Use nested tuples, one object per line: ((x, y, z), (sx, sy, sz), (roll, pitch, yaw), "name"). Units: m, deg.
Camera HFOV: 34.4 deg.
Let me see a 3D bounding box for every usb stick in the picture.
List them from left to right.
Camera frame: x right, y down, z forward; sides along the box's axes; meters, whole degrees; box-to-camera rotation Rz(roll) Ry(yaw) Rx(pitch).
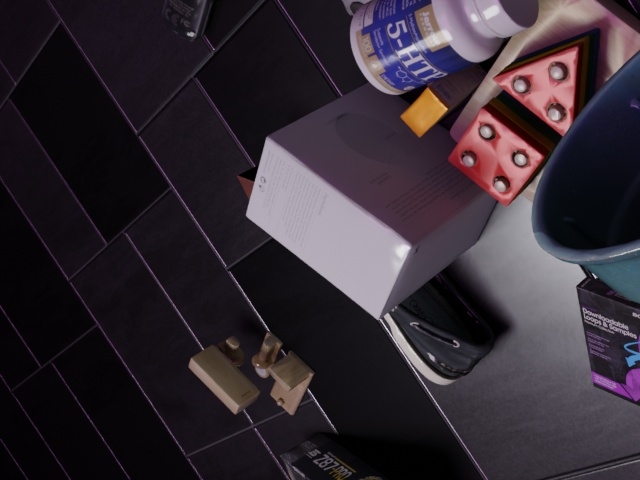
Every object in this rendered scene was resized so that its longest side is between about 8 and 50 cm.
((-0.161, -0.399, 1.425), (0.077, 0.045, 0.278), (37, 135, 11), "usb stick")

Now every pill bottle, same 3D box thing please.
((0.134, -0.236, 1.117), (0.187, 0.112, 0.112), (-17, 102, 43), "pill bottle")

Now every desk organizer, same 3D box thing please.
((-0.050, -0.096, 1.448), (0.047, 0.130, 0.050), (-21, 98, 49), "desk organizer")

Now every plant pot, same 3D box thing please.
((0.421, -0.009, 0.892), (0.334, 0.341, 0.341), (42, 142, -16), "plant pot")

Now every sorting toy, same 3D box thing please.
((0.284, -0.113, 1.133), (0.257, 0.089, 0.255), (41, 137, 10), "sorting toy")

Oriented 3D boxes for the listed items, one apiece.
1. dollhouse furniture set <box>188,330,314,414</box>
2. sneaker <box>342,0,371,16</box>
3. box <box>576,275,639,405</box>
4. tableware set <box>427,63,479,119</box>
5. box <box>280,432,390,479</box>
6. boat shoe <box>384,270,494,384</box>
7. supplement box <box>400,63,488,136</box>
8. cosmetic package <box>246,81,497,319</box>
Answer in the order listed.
((-0.126, 0.243, 1.720), (0.144, 0.151, 0.123), (42, 137, 19), "dollhouse furniture set")
((0.109, -0.297, 1.218), (0.229, 0.086, 0.132), (13, 131, 46), "sneaker")
((0.369, 0.128, 1.236), (0.116, 0.029, 0.162), (22, 137, 48), "box")
((0.188, -0.194, 1.243), (0.168, 0.020, 0.141), (48, 140, 7), "tableware set")
((0.092, 0.531, 1.652), (0.394, 0.097, 0.318), (67, 161, -12), "box")
((0.107, 0.041, 1.390), (0.340, 0.127, 0.113), (54, 138, 0), "boat shoe")
((0.145, -0.169, 1.209), (0.036, 0.098, 0.062), (47, 139, 2), "supplement box")
((0.071, -0.057, 1.286), (0.225, 0.224, 0.138), (37, 135, 21), "cosmetic package")
